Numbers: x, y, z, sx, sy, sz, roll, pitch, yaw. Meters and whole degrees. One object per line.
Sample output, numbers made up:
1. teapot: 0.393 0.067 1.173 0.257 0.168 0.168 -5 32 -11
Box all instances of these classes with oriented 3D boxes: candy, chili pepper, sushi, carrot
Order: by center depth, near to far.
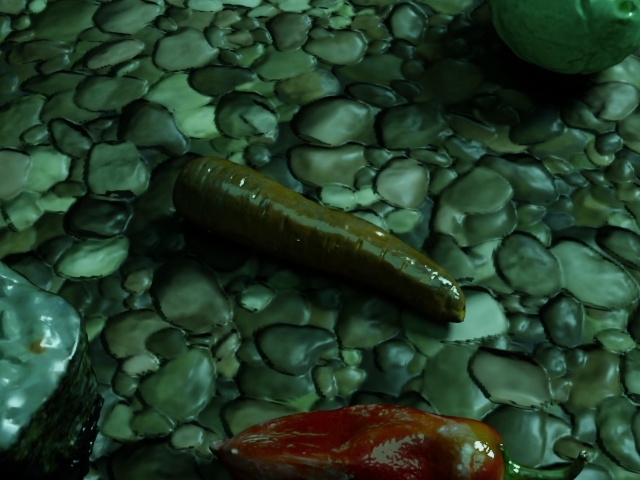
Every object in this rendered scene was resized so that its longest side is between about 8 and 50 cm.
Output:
1. chili pepper: 0.033 0.111 0.570 0.191 0.050 0.059 0 50 19
2. sushi: -0.215 0.060 0.574 0.225 0.127 0.124 21 52 13
3. carrot: 0.000 0.000 0.680 0.191 0.047 0.047 23 53 14
4. candy: 0.162 -0.267 0.892 0.119 0.119 0.440 -3 39 0
